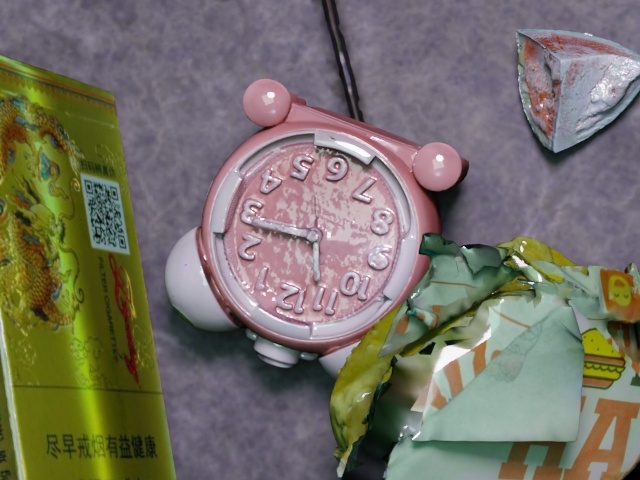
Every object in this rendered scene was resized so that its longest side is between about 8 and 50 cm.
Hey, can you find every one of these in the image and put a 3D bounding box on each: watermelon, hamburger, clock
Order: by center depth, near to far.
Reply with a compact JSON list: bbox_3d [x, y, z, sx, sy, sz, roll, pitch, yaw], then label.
[{"bbox_3d":[0.098,0.082,1.085,0.214,0.125,0.235,-46,117,-5],"label":"hamburger"},{"bbox_3d":[0.000,0.000,1.165,0.166,0.093,0.162,21,92,7],"label":"clock"},{"bbox_3d":[0.160,-0.103,1.172,0.085,0.061,0.085,-2,82,16],"label":"watermelon"}]

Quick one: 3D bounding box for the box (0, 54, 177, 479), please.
[{"bbox_3d":[-0.156,0.050,1.126,0.043,0.173,0.311,-14,79,23],"label":"box"}]
